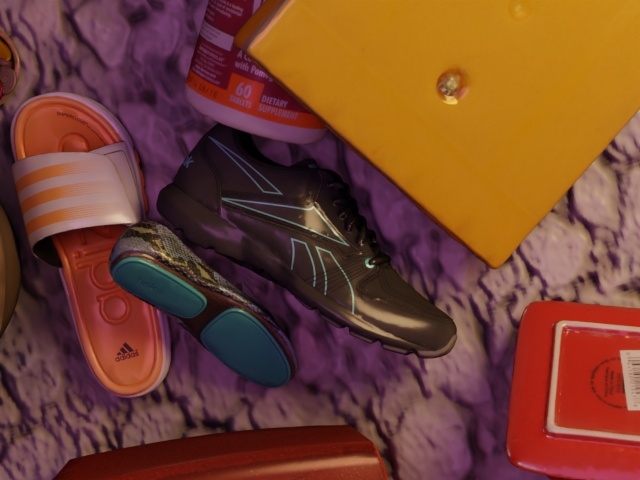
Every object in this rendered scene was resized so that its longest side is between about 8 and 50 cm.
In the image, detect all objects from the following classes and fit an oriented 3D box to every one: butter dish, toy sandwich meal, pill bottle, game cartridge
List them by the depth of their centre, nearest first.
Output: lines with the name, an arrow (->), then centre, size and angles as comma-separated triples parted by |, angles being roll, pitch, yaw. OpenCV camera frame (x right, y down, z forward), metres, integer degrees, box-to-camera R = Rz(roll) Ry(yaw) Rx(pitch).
game cartridge -> 0.140, -0.180, 1.043 | 0.285, 0.053, 0.323 | 40, 92, -27
pill bottle -> -0.020, -0.196, 1.075 | 0.121, 0.121, 0.221 | 20, 106, 6
butter dish -> 0.227, 0.140, 1.078 | 0.160, 0.118, 0.160 | 4, 50, 10
toy sandwich meal -> -0.296, -0.149, 1.175 | 0.086, 0.029, 0.085 | 0, 91, 7

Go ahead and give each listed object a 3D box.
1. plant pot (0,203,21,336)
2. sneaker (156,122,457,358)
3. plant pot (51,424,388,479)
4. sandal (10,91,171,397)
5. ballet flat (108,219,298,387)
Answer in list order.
plant pot -> -0.366, 0.028, 1.061 | 0.323, 0.280, 0.323 | 0, 90, 6
sneaker -> 0.000, 0.000, 1.106 | 0.267, 0.101, 0.106 | 31, 92, 5
plant pot -> -0.048, 0.268, 1.049 | 0.236, 0.267, 0.267 | -18, 88, -5
sandal -> -0.186, 0.002, 1.140 | 0.102, 0.076, 0.265 | -19, 89, 7
ballet flat -> -0.088, 0.046, 1.127 | 0.070, 0.070, 0.188 | -46, 117, 6
